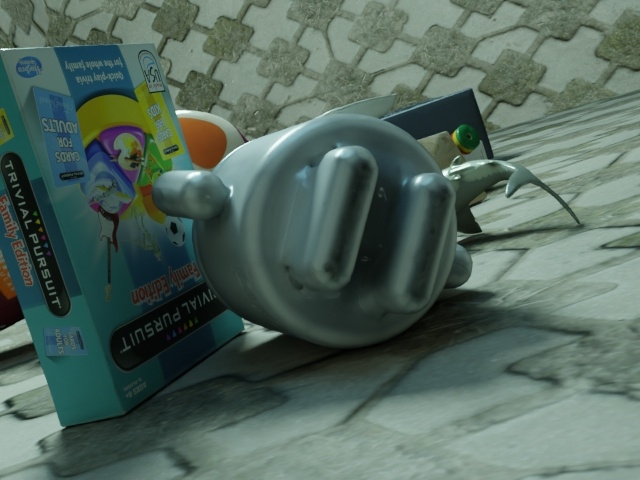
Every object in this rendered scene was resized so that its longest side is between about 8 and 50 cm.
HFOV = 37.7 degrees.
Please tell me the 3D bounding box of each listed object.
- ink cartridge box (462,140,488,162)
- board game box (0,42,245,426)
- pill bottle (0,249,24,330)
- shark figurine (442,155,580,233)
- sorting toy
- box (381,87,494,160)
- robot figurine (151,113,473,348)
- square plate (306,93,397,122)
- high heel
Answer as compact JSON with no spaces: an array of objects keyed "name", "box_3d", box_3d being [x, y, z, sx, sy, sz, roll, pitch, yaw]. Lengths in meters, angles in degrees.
[{"name":"ink cartridge box","box_3d":[0.171,-0.098,1.659,0.219,0.093,0.160,-22,8,-36]},{"name":"board game box","box_3d":[-0.208,-0.023,0.938,0.079,0.336,0.254,-15,7,24]},{"name":"pill bottle","box_3d":[-0.530,0.034,1.455,0.392,0.224,0.224,-28,7,-5]},{"name":"shark figurine","box_3d":[0.187,-0.044,1.169,0.278,0.116,0.166,-22,36,37]},{"name":"sorting toy","box_3d":[0.177,-0.096,1.517,0.274,0.132,0.046,-21,-15,-38]},{"name":"box","box_3d":[0.204,-0.220,2.204,0.296,0.183,0.294,-21,6,-8]},{"name":"robot figurine","box_3d":[-0.007,-0.009,0.881,0.299,0.200,0.353,21,-6,-18]},{"name":"square plate","box_3d":[-0.035,-0.197,1.923,0.347,0.049,0.344,-24,1,29]},{"name":"high heel","box_3d":[-0.143,-0.117,1.770,0.127,0.377,0.181,-57,-2,-9]}]
